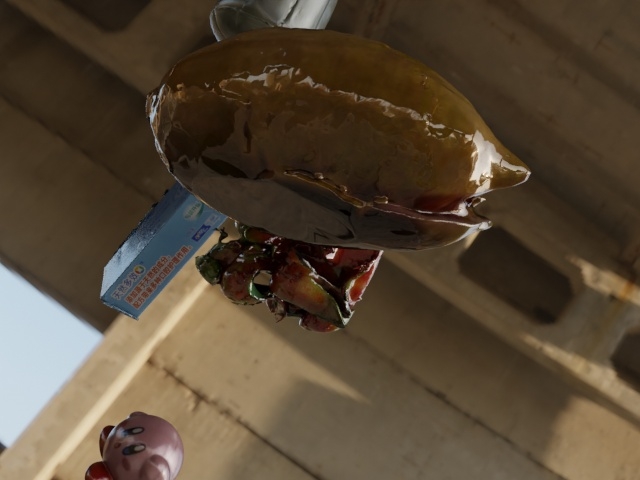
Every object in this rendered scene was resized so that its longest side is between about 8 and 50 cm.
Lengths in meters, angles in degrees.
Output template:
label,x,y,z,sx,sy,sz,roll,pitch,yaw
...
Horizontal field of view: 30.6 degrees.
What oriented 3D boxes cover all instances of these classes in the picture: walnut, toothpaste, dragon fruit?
label,x,y,z,sx,sy,sz,roll,pitch,yaw
walnut,0.006,-0.061,0.721,0.245,0.137,0.137,14,-34,18
toothpaste,-0.126,-0.034,1.187,0.053,0.066,0.272,32,-64,-26
dragon fruit,0.000,0.000,0.854,0.142,0.175,0.138,60,-40,46

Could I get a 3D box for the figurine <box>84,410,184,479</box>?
label,x,y,z,sx,sy,sz,roll,pitch,yaw
figurine,-0.149,0.178,0.978,0.071,0.083,0.067,-25,-49,17

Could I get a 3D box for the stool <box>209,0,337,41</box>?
label,x,y,z,sx,sy,sz,roll,pitch,yaw
stool,-0.037,-0.206,1.040,0.096,0.110,0.096,28,-13,7
